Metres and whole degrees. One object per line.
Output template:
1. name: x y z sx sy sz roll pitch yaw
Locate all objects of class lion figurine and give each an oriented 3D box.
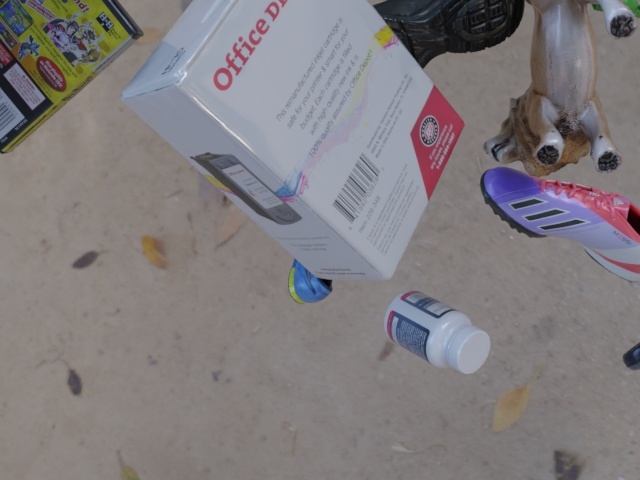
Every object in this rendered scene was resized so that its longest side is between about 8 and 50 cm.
1. lion figurine: 0.294 -0.234 0.950 0.142 0.392 0.240 2 35 4

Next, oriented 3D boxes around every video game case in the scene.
1. video game case: -0.406 -0.294 0.989 0.248 0.035 0.275 -37 97 12

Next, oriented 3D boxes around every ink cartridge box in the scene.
1. ink cartridge box: -0.013 -0.132 0.803 0.131 0.306 0.226 -2 52 52

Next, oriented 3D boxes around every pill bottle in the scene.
1. pill bottle: 0.209 0.166 1.386 0.180 0.108 0.108 27 89 49

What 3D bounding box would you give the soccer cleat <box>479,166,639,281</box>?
1. soccer cleat: 0.397 -0.045 1.173 0.116 0.318 0.109 -56 10 52

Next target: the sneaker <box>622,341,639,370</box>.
1. sneaker: 0.534 0.152 1.060 0.223 0.083 0.098 -21 71 -3

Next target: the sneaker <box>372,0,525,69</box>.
1. sneaker: 0.113 -0.274 1.006 0.286 0.109 0.130 -17 33 0

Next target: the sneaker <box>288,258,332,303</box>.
1. sneaker: 0.000 0.000 1.246 0.082 0.069 0.209 -21 55 41

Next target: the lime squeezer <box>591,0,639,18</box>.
1. lime squeezer: 0.394 -0.341 1.000 0.110 0.310 0.059 -44 44 13
